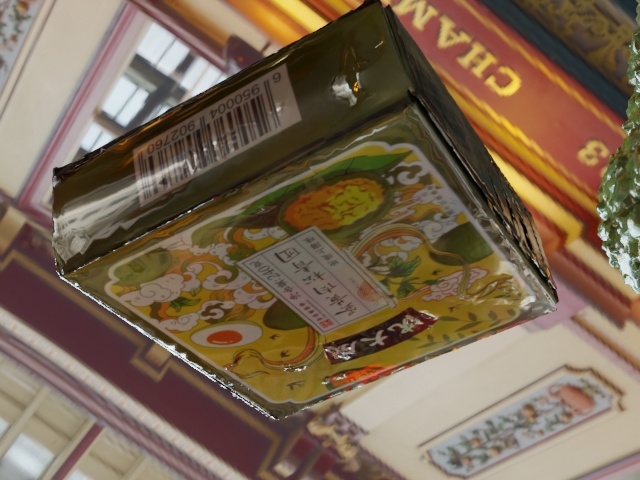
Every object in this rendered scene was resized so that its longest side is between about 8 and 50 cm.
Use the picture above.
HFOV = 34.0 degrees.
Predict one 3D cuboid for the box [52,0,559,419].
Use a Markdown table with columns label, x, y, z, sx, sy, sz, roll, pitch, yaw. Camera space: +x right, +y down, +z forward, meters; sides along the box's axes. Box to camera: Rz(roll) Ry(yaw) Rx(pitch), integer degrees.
| label | x | y | z | sx | sy | sz | roll | pitch | yaw |
| --- | --- | --- | --- | --- | --- | --- | --- | --- | --- |
| box | 0.000 | 0.000 | 1.076 | 0.420 | 0.373 | 0.138 | 46 | -155 | -48 |

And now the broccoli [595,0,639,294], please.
| label | x | y | z | sx | sy | sz | roll | pitch | yaw |
| --- | --- | --- | --- | --- | --- | --- | --- | --- | --- |
| broccoli | 0.287 | -0.075 | 0.500 | 0.302 | 0.186 | 0.253 | 4 | -107 | 1 |
